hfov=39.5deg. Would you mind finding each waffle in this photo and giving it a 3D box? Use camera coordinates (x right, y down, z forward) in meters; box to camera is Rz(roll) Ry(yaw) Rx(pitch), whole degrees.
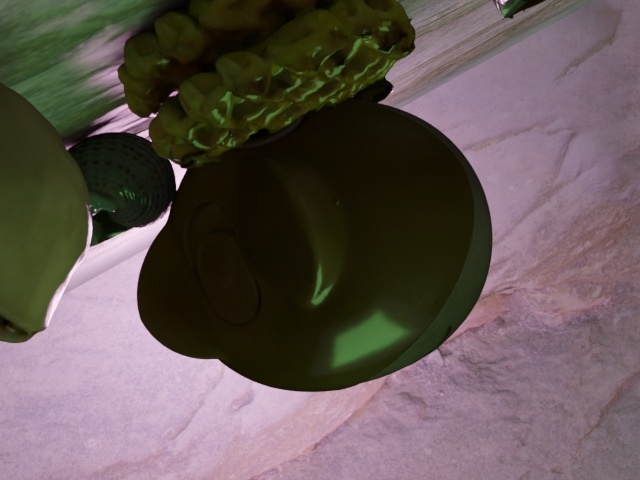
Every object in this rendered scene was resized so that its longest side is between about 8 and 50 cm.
[{"bbox_3d":[-0.049,-0.198,0.961,0.324,0.151,0.261,-31,-176,-23],"label":"waffle"}]

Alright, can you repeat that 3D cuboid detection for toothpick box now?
[{"bbox_3d":[0.000,0.000,1.224,0.409,0.408,0.425,-29,169,38],"label":"toothpick box"}]

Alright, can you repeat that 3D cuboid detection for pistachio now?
[{"bbox_3d":[-0.284,-0.025,0.674,0.194,0.213,0.318,-28,168,-3],"label":"pistachio"}]

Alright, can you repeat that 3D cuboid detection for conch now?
[{"bbox_3d":[-0.286,-0.075,1.168,0.172,0.131,0.200,-21,165,19],"label":"conch"}]

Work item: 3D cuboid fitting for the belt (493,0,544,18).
[{"bbox_3d":[0.357,-0.453,1.466,0.184,0.105,0.261,-28,-179,8],"label":"belt"}]

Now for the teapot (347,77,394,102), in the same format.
[{"bbox_3d":[0.033,-0.256,1.304,0.166,0.119,0.130,-12,170,-33],"label":"teapot"}]
